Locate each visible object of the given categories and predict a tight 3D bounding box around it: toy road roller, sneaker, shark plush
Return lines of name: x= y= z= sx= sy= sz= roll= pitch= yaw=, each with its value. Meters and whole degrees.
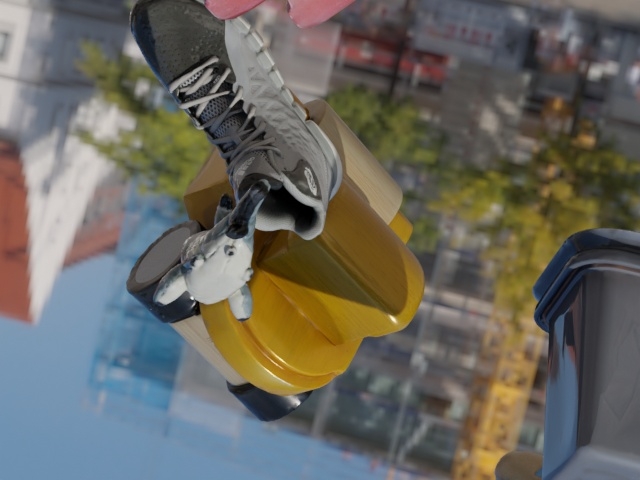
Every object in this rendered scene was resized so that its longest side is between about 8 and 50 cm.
toy road roller: x=0.000 y=0.000 z=1.581 sx=0.240 sy=0.329 sz=0.202 roll=-19 pitch=121 yaw=45
sneaker: x=-0.063 y=-0.090 z=1.279 sx=0.229 sy=0.086 sz=0.132 roll=45 pitch=-157 yaw=-22
shark plush: x=-0.077 y=-0.002 z=1.177 sx=0.073 sy=0.067 sz=0.161 roll=7 pitch=152 yaw=-6

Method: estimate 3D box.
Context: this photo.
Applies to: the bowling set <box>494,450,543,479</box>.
bowling set: x=0.219 y=0.202 z=1.245 sx=0.287 sy=0.200 sz=0.154 roll=0 pitch=-174 yaw=-37

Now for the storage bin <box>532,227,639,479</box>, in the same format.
storage bin: x=0.152 y=0.061 z=0.655 sx=0.135 sy=0.091 sz=0.098 roll=14 pitch=153 yaw=-4

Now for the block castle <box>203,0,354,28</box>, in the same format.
block castle: x=-0.076 y=-0.337 z=0.854 sx=0.212 sy=0.453 sz=0.303 roll=-24 pitch=-178 yaw=11
